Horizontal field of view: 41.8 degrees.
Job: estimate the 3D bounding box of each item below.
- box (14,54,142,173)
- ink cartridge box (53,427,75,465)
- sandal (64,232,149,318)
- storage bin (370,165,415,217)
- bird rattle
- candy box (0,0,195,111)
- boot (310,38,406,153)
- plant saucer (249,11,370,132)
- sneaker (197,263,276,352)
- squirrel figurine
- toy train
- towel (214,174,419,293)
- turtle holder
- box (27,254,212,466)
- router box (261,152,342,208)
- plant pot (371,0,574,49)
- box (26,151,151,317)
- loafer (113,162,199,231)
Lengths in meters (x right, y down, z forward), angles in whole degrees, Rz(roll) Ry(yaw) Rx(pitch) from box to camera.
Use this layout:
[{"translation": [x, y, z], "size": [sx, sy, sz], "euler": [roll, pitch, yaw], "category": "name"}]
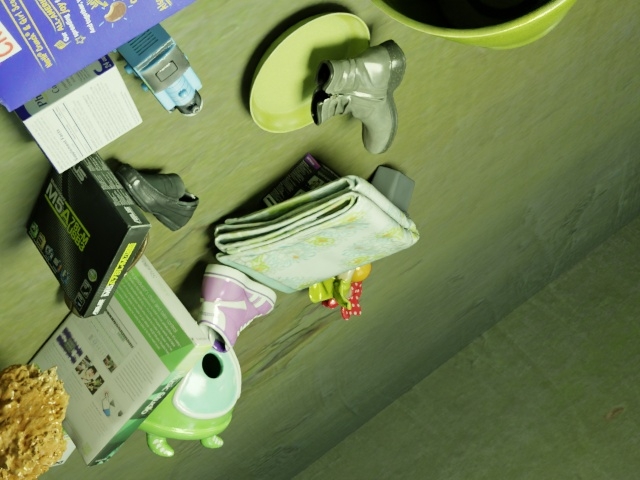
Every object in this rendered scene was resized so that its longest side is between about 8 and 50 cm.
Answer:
[{"translation": [-0.324, -0.177, 1.103], "size": [0.137, 0.072, 0.126], "euler": [-35, 155, -12], "category": "box"}, {"translation": [-0.610, 0.429, 1.682], "size": [0.255, 0.097, 0.188], "euler": [-52, 152, 22], "category": "ink cartridge box"}, {"translation": [-0.356, 0.045, 1.416], "size": [0.219, 0.090, 0.060], "euler": [-54, 168, 25], "category": "sandal"}, {"translation": [0.151, -0.108, 1.860], "size": [0.135, 0.098, 0.091], "euler": [22, 88, -61], "category": "storage bin"}, {"translation": [0.078, 0.095, 2.050], "size": [0.207, 0.143, 0.253], "euler": [-59, 156, 3], "category": "bird rattle"}, {"translation": [-0.268, -0.325, 0.878], "size": [0.317, 0.122, 0.268], "euler": [-35, 156, -12], "category": "candy box"}, {"translation": [0.051, -0.233, 1.452], "size": [0.161, 0.083, 0.246], "euler": [-22, 145, -20], "category": "boot"}, {"translation": [-0.024, -0.282, 1.382], "size": [0.241, 0.037, 0.241], "euler": [-31, 153, -18], "category": "plant saucer"}, {"translation": [-0.181, 0.155, 1.723], "size": [0.282, 0.102, 0.161], "euler": [37, 61, -66], "category": "sneaker"}, {"translation": [-0.529, 0.408, 1.387], "size": [0.281, 0.370, 0.397], "euler": [-36, 136, -67], "category": "squirrel figurine"}, {"translation": [-0.214, -0.232, 1.123], "size": [0.080, 0.105, 0.184], "euler": [-38, 155, -3], "category": "toy train"}, {"translation": [0.000, 0.000, 1.680], "size": [0.320, 0.090, 0.374], "euler": [-19, 161, 18], "category": "towel"}, {"translation": [-0.317, 0.282, 1.734], "size": [0.320, 0.243, 0.227], "euler": [15, 105, -18], "category": "turtle holder"}, {"translation": [-0.365, 0.208, 1.493], "size": [0.322, 0.232, 0.058], "euler": [-47, 158, 17], "category": "box"}, {"translation": [-0.022, -0.091, 1.687], "size": [0.133, 0.046, 0.179], "euler": [-43, 154, 9], "category": "router box"}, {"translation": [0.247, -0.429, 1.197], "size": [0.366, 0.366, 0.353], "euler": [-46, 165, 13], "category": "plant pot"}, {"translation": [-0.339, -0.019, 1.204], "size": [0.045, 0.191, 0.184], "euler": [-10, 143, -48], "category": "box"}, {"translation": [-0.260, -0.081, 1.353], "size": [0.078, 0.076, 0.223], "euler": [-45, 160, -1], "category": "loafer"}]
